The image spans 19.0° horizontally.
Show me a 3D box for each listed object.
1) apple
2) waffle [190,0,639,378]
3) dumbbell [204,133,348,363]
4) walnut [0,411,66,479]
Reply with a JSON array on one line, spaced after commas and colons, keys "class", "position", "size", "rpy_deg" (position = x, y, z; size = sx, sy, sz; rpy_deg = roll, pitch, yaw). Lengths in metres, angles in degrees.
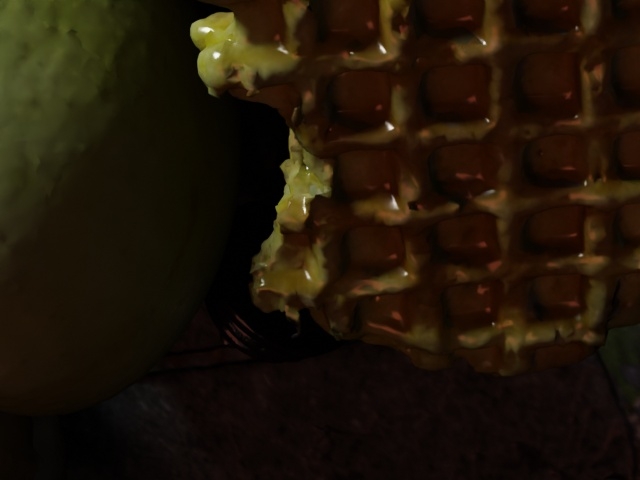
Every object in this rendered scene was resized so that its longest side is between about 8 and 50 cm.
[{"class": "apple", "position": [-0.160, -0.046, 0.987], "size": [0.233, 0.258, 0.295], "rpy_deg": [22, 171, -25]}, {"class": "waffle", "position": [0.075, -0.053, 0.880], "size": [0.281, 0.058, 0.301], "rpy_deg": [-26, 125, 16]}, {"class": "dumbbell", "position": [0.000, 0.000, 1.023], "size": [0.099, 0.099, 0.208], "rpy_deg": [43, 133, 1]}, {"class": "walnut", "position": [-0.346, 0.163, 1.185], "size": [0.383, 0.383, 0.383], "rpy_deg": [18, 129, 23]}]
